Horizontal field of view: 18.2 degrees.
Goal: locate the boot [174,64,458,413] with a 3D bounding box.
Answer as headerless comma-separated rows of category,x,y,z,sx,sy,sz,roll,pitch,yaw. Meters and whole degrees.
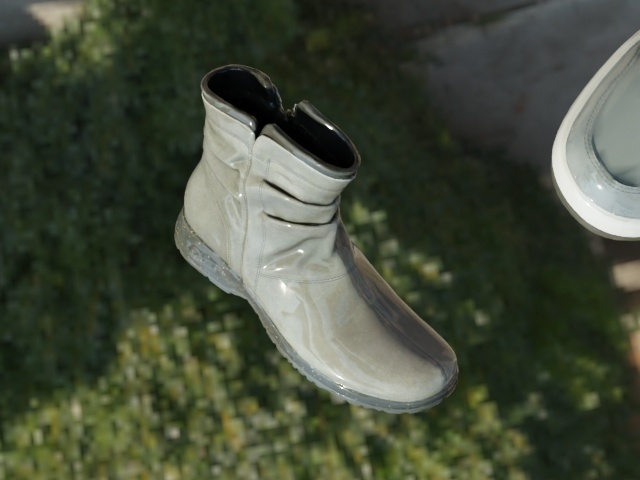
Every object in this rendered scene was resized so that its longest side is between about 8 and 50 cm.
boot,0.000,0.000,1.349,0.083,0.246,0.161,-40,158,-37

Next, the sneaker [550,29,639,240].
sneaker,0.251,-0.116,0.980,0.295,0.124,0.178,-35,167,-14
